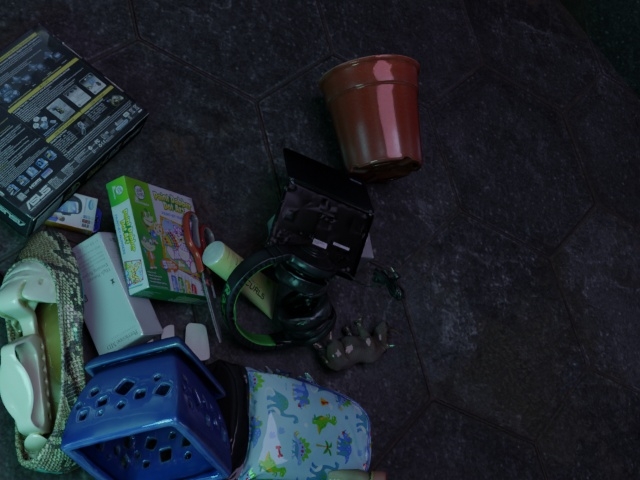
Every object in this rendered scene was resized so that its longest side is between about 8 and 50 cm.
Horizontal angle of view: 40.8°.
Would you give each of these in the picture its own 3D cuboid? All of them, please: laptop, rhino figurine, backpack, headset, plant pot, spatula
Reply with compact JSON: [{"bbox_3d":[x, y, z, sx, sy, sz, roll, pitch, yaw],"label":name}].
[{"bbox_3d":[-0.007,-0.066,2.043,0.234,0.136,0.265,21,81,-20],"label":"laptop"},{"bbox_3d":[0.092,0.243,2.040,0.243,0.073,0.106,-8,68,-36],"label":"rhino figurine"},{"bbox_3d":[-0.068,0.412,1.771,0.355,0.273,0.290,32,47,-37],"label":"backpack"},{"bbox_3d":[-0.017,0.126,1.897,0.394,0.244,0.185,-13,31,-23],"label":"headset"},{"bbox_3d":[-0.307,0.318,1.587,0.236,0.235,0.212,60,20,-44],"label":"plant pot"},{"bbox_3d":[0.147,-0.302,2.237,0.272,0.272,0.265,-1,76,-32],"label":"plant pot"},{"bbox_3d":[-0.311,0.287,1.804,0.168,0.019,0.242,8,63,-30],"label":"spatula"}]

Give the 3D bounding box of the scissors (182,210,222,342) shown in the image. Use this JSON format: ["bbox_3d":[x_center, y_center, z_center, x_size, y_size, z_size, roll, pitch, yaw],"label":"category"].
[{"bbox_3d":[-0.256,0.073,1.856,0.109,0.021,0.297,43,32,-52],"label":"scissors"}]

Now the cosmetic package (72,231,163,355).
[{"bbox_3d":[-0.425,0.111,1.745,0.231,0.117,0.085,63,17,11],"label":"cosmetic package"}]

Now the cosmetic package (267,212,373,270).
[{"bbox_3d":[0.000,0.000,2.083,0.237,0.107,0.127,2,63,-27],"label":"cosmetic package"}]

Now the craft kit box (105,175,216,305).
[{"bbox_3d":[-0.334,0.006,1.828,0.250,0.060,0.247,18,50,-63],"label":"craft kit box"}]

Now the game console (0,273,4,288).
[{"bbox_3d":[-0.659,0.089,1.656,0.071,0.107,0.122,31,48,20],"label":"game console"}]

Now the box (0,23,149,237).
[{"bbox_3d":[-0.605,-0.241,1.815,0.318,0.097,0.395,39,53,-4],"label":"box"}]

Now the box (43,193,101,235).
[{"bbox_3d":[-0.532,-0.062,1.832,0.136,0.028,0.081,13,60,-23],"label":"box"}]

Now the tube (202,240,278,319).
[{"bbox_3d":[-0.167,0.083,1.928,0.070,0.062,0.240,-49,134,-3],"label":"tube"}]

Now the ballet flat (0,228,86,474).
[{"bbox_3d":[-0.526,0.191,1.605,0.182,0.163,0.483,27,49,-65],"label":"ballet flat"}]

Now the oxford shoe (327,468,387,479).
[{"bbox_3d":[0.044,0.595,1.704,0.130,0.349,0.123,10,17,3],"label":"oxford shoe"}]
